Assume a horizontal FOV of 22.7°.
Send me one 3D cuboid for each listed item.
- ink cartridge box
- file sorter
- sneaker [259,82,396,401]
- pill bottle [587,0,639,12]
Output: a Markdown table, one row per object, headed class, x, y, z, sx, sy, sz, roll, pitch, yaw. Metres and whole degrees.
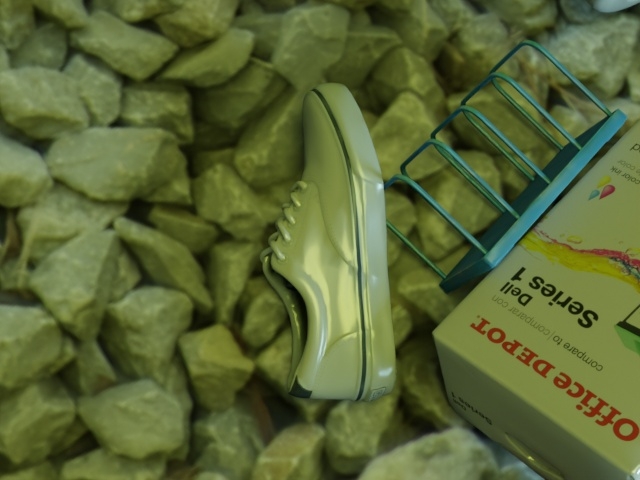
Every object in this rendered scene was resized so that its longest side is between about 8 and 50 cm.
| class | x | y | z | sx | sy | sz | roll | pitch | yaw |
| --- | --- | --- | --- | --- | --- | --- | --- | --- | --- |
| ink cartridge box | 0.253 | 0.059 | 1.231 | 0.201 | 0.117 | 0.278 | 35 | 70 | 32 |
| file sorter | 0.137 | -0.061 | 1.275 | 0.104 | 0.118 | 0.170 | 44 | 73 | -2 |
| sneaker | 0.000 | 0.000 | 1.254 | 0.091 | 0.094 | 0.258 | -4 | 77 | -15 |
| pill bottle | 0.230 | -0.338 | 1.352 | 0.146 | 0.146 | 0.264 | -28 | 82 | -15 |
